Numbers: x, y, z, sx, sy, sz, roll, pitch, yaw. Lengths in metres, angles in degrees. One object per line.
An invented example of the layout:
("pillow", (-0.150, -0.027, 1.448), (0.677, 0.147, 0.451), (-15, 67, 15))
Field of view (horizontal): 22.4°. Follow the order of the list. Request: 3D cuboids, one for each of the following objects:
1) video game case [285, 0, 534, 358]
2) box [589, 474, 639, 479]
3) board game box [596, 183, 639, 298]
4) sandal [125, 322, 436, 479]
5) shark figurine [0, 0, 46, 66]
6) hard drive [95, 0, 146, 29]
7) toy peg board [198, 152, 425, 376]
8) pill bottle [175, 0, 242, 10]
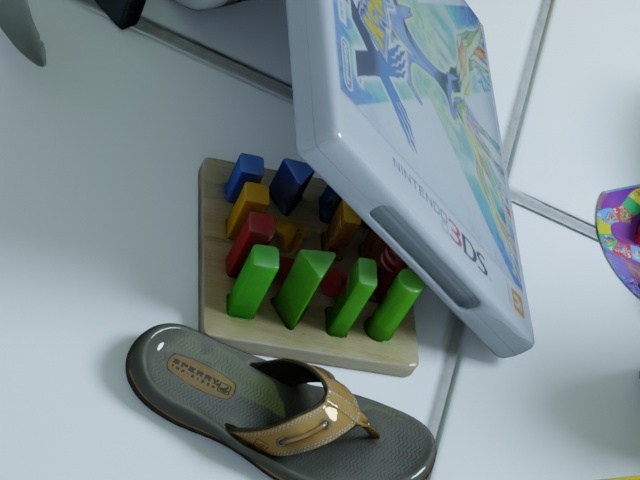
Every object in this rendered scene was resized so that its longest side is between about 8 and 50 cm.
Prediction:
("video game case", (0.062, -0.119, 1.179), (0.300, 0.036, 0.329), (44, 32, -46))
("box", (0.241, 0.298, 0.973), (0.289, 0.177, 0.279), (-2, 56, -25))
("board game box", (0.310, -0.005, 1.334), (0.168, 0.033, 0.133), (-10, 59, -30))
("sandal", (-0.022, 0.107, 1.080), (0.219, 0.060, 0.090), (27, 48, -2))
("shark figurine", (-0.345, -0.183, 1.161), (0.278, 0.166, 0.116), (18, 73, -33))
("hard drive", (-0.178, -0.242, 1.260), (0.022, 0.094, 0.135), (-28, 69, -37))
("toy peg board", (0.000, 0.000, 1.162), (0.161, 0.079, 0.161), (10, 51, -17))
("pill bottle", (-0.010, -0.288, 1.322), (0.264, 0.153, 0.153), (-19, 64, -30))
